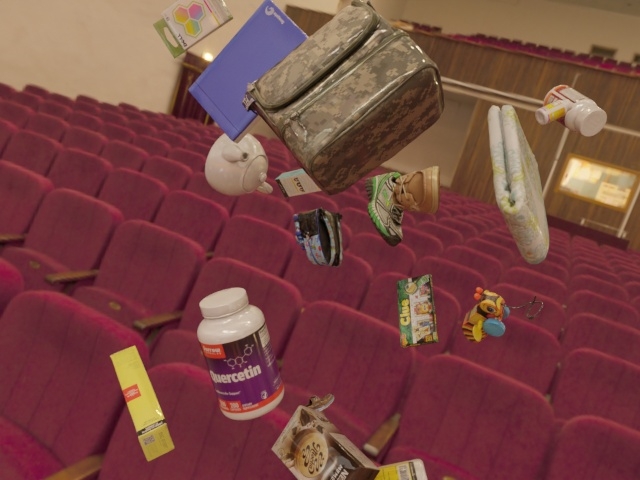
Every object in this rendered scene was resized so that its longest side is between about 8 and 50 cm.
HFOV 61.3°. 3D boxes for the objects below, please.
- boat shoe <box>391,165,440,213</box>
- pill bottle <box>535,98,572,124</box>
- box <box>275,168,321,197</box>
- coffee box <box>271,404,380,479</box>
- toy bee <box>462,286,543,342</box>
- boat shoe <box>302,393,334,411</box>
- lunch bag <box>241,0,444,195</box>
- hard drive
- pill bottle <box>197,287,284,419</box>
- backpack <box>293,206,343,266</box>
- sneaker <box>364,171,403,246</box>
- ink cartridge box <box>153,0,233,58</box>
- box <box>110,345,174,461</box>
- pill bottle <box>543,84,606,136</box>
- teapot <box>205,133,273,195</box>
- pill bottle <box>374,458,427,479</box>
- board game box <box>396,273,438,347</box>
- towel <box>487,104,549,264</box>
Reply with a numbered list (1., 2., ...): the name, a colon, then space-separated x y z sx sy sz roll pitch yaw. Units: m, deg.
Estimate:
1. boat shoe: 0.265 -0.132 1.524 0.110 0.121 0.341 3 -6 1
2. pill bottle: 0.589 -0.326 1.362 0.083 0.043 0.043 -25 18 -7
3. box: -0.084 -0.262 2.403 0.244 0.100 0.060 -5 32 44
4. coffee box: 0.011 0.662 1.636 0.297 0.168 0.119 30 -4 44
5. toy bee: 0.550 0.221 1.769 0.162 0.298 0.195 36 30 -4
6. boat shoe: -0.022 0.733 2.417 0.183 0.066 0.066 -29 2 -25
7. lunch bag: 0.035 -0.271 1.000 0.256 0.305 0.212 54 7 23
8. hard drive: -0.175 -0.437 1.395 0.210 0.319 0.040 49 13 18
9. pill bottle: -0.218 0.298 1.440 0.181 0.323 0.181 -13 15 4
10. backpack: 0.000 0.000 1.617 0.117 0.173 0.158 -13 -9 25
11. sneaker: 0.246 -0.126 1.897 0.134 0.146 0.343 50 27 -41
12. ink cartridge box: -0.352 -0.590 1.455 0.109 0.209 0.062 57 18 -18
13. box: -0.365 0.324 1.100 0.058 0.087 0.232 -20 41 -22
14. pill bottle: 0.911 -0.465 1.941 0.121 0.121 0.221 14 31 -25
15. teapot: -0.270 -0.255 1.920 0.187 0.252 0.256 28 34 17
16. pill bottle: 0.176 0.806 1.676 0.334 0.188 0.188 -14 7 6
17. board game box: 0.351 0.255 1.972 0.136 0.259 0.030 -18 -35 28
18. towel: 0.560 -0.159 1.538 0.090 0.374 0.320 -14 -34 30
